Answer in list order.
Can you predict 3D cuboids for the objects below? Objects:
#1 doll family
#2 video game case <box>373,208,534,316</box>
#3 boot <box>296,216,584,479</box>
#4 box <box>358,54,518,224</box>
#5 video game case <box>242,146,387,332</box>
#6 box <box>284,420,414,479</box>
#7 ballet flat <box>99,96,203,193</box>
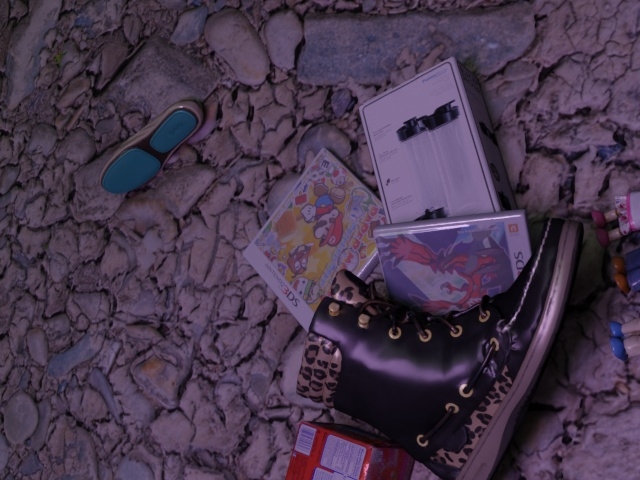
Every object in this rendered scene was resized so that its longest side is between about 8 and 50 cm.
[{"bbox_3d":[0.430,0.037,1.063,0.163,0.118,0.263,-26,46,35],"label":"doll family"},{"bbox_3d":[0.183,0.057,1.186,0.201,0.023,0.183,-6,111,23],"label":"video game case"},{"bbox_3d":[0.143,0.109,1.132,0.284,0.138,0.377,24,113,16],"label":"boot"},{"bbox_3d":[0.171,-0.092,1.279,0.169,0.087,0.290,-26,64,28],"label":"box"},{"bbox_3d":[0.000,0.000,1.415,0.227,0.026,0.206,-52,55,13],"label":"video game case"},{"bbox_3d":[0.022,0.387,1.235,0.128,0.122,0.257,11,84,37],"label":"box"},{"bbox_3d":[-0.307,-0.178,1.659,0.248,0.086,0.086,-35,60,22],"label":"ballet flat"}]
